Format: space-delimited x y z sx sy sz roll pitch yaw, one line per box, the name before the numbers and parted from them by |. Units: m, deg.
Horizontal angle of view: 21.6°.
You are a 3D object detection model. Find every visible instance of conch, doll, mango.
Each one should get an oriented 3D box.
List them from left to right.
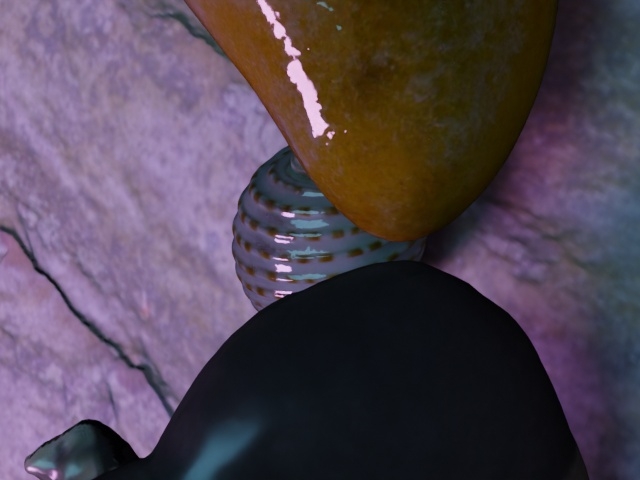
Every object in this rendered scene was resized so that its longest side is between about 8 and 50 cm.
conch | -0.005 -0.002 1.006 0.135 0.102 0.153 46 119 47
mango | 0.012 -0.189 0.922 0.199 0.221 0.384 114 143 -77
doll | 0.013 0.244 0.852 0.379 0.382 0.252 -37 21 7

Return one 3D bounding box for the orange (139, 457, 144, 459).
orange | -0.113 0.224 1.053 0.178 0.155 0.177 -1 88 32
